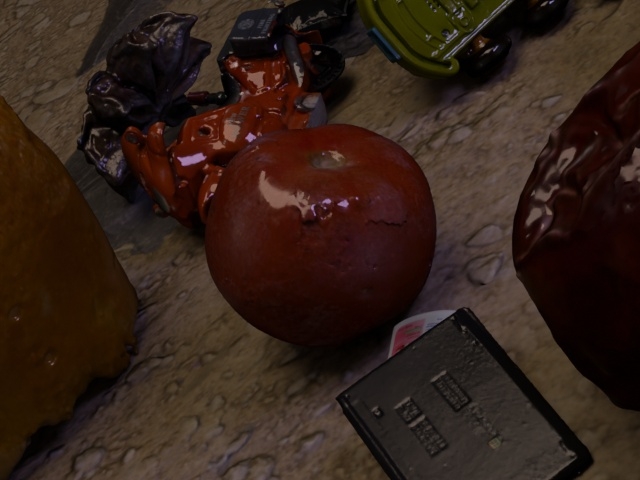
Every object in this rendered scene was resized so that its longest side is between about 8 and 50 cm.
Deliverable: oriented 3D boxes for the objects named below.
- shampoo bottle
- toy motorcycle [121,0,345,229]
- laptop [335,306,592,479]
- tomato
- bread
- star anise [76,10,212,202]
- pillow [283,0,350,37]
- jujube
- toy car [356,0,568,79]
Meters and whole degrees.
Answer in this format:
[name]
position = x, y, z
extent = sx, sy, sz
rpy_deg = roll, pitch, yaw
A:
[shampoo bottle]
position = 0.085, 0.108, 1.280
extent = 0.072, 0.043, 0.099
rpy_deg = -17, 34, 30
[toy motorcycle]
position = -0.102, -0.130, 1.744
extent = 0.221, 0.148, 0.325
rpy_deg = 3, 45, 19
[laptop]
position = 0.106, 0.143, 1.185
extent = 0.135, 0.016, 0.197
rpy_deg = -37, 45, -2
[tomato]
position = 0.000, 0.000, 1.384
extent = 0.208, 0.184, 0.208
rpy_deg = 3, 36, -2
[bread]
position = -0.370, 0.047, 1.538
extent = 0.250, 0.394, 0.361
rpy_deg = 13, 51, 35
[star anise]
position = -0.227, -0.168, 1.850
extent = 0.109, 0.236, 0.223
rpy_deg = 21, 35, 8
[pillow]
position = -0.027, -0.273, 1.949
extent = 0.150, 0.048, 0.090
rpy_deg = -21, 41, 18
[jujube]
position = 0.316, -0.048, 1.061
extent = 0.377, 0.276, 0.276
rpy_deg = -43, 27, 13
[toy car]
position = 0.146, -0.286, 1.658
extent = 0.248, 0.200, 0.142
rpy_deg = -39, 7, -8
